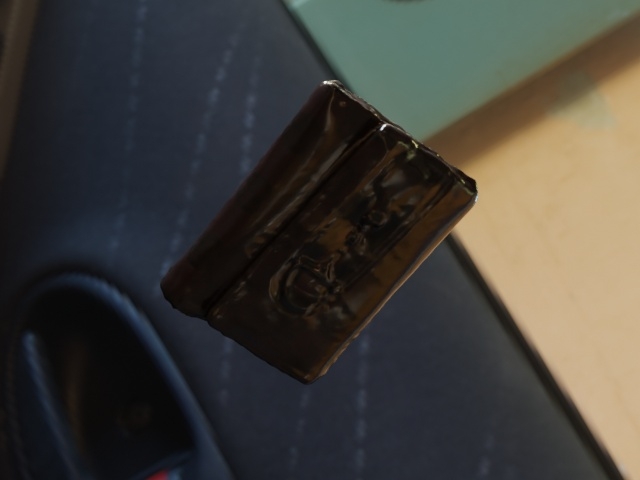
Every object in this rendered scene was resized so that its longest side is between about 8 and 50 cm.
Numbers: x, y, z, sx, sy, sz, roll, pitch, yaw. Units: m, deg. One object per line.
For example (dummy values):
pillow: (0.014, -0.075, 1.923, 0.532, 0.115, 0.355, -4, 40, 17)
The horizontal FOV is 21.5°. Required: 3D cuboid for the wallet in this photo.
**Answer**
wallet: (0.000, 0.000, 1.356, 0.182, 0.229, 0.049, 33, 15, -32)
